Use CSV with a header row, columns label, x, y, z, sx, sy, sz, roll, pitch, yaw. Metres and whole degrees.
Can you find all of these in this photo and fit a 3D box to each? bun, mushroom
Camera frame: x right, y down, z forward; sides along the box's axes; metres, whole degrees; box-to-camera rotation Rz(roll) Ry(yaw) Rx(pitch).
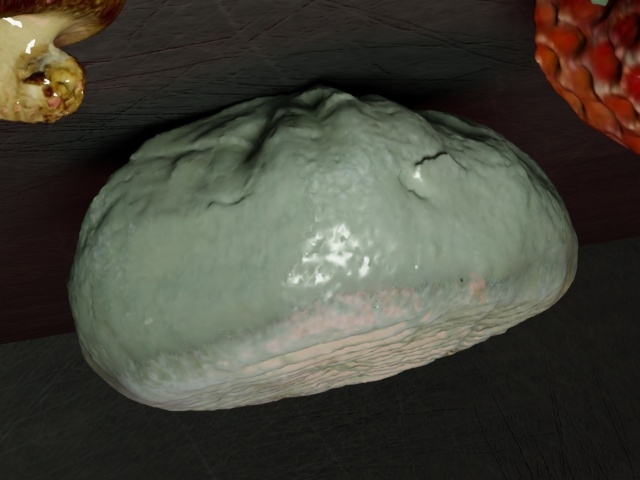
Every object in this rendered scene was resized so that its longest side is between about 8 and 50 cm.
label,x,y,z,sx,sy,sz,roll,pitch,yaw
bun,0.001,0.001,1.154,0.355,0.194,0.354,-13,170,-2
mushroom,-0.129,-0.093,0.600,0.109,0.085,0.126,23,-168,25

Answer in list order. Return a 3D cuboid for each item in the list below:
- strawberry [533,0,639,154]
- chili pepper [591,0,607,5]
label,x,y,z,sx,sy,sz,roll,pitch,yaw
strawberry,0.251,-0.077,0.850,0.280,0.150,0.253,-7,-167,11
chili pepper,-0.009,-0.134,0.461,0.122,0.065,0.279,22,-177,28
